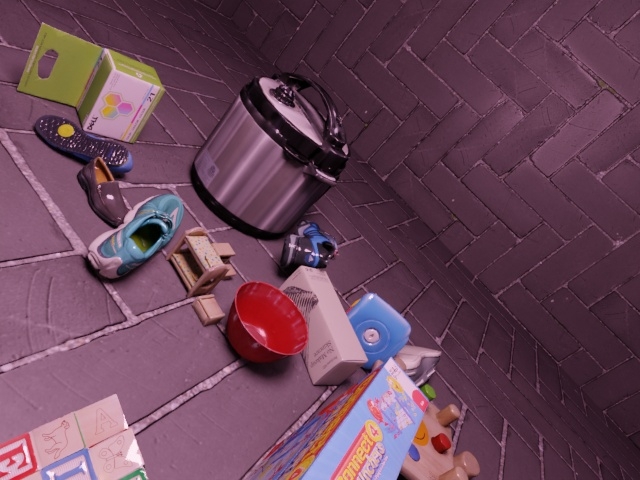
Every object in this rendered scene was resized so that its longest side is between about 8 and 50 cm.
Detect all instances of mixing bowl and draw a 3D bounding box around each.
[{"bbox_3d":[-0.126,0.184,0.872,0.181,0.098,0.181,35,25,-19],"label":"mixing bowl"}]

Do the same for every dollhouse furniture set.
[{"bbox_3d":[-0.211,0.071,0.919,0.181,0.101,0.161,53,26,20],"label":"dollhouse furniture set"}]

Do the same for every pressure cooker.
[{"bbox_3d":[-0.118,-0.258,1.208,0.370,0.420,0.375,39,24,-8],"label":"pressure cooker"}]

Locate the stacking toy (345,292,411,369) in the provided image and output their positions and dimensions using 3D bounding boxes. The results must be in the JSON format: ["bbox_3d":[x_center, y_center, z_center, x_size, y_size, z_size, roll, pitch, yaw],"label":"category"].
[{"bbox_3d":[0.142,0.217,1.205,0.166,0.175,0.302,42,11,-3],"label":"stacking toy"}]

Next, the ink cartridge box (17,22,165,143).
[{"bbox_3d":[-0.544,-0.360,1.004,0.255,0.189,0.097,6,46,-51],"label":"ink cartridge box"}]

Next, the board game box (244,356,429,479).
[{"bbox_3d":[-0.024,0.326,0.555,0.086,0.302,0.308,49,24,11],"label":"board game box"}]

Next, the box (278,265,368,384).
[{"bbox_3d":[-0.002,0.202,1.021,0.094,0.113,0.275,18,33,-43],"label":"box"}]

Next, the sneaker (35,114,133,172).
[{"bbox_3d":[-0.531,-0.208,0.948,0.210,0.082,0.069,23,70,-10],"label":"sneaker"}]

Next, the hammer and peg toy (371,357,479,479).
[{"bbox_3d":[0.246,0.464,0.953,0.361,0.127,0.266,42,24,-4],"label":"hammer and peg toy"}]

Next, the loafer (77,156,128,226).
[{"bbox_3d":[-0.451,-0.103,0.882,0.170,0.061,0.062,50,24,12],"label":"loafer"}]

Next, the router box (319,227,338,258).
[{"bbox_3d":[0.000,0.000,1.432,0.123,0.038,0.092,31,27,-26],"label":"router box"}]

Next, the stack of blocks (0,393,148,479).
[{"bbox_3d":[-0.235,0.331,0.403,0.171,0.087,0.297,-18,61,-31],"label":"stack of blocks"}]

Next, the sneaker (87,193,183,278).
[{"bbox_3d":[-0.337,-0.019,0.843,0.107,0.110,0.275,59,21,-23],"label":"sneaker"}]

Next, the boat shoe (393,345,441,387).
[{"bbox_3d":[0.272,0.371,1.223,0.319,0.116,0.098,11,83,-60],"label":"boat shoe"}]

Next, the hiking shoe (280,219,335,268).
[{"bbox_3d":[-0.024,0.023,1.210,0.132,0.113,0.304,16,18,4],"label":"hiking shoe"}]
